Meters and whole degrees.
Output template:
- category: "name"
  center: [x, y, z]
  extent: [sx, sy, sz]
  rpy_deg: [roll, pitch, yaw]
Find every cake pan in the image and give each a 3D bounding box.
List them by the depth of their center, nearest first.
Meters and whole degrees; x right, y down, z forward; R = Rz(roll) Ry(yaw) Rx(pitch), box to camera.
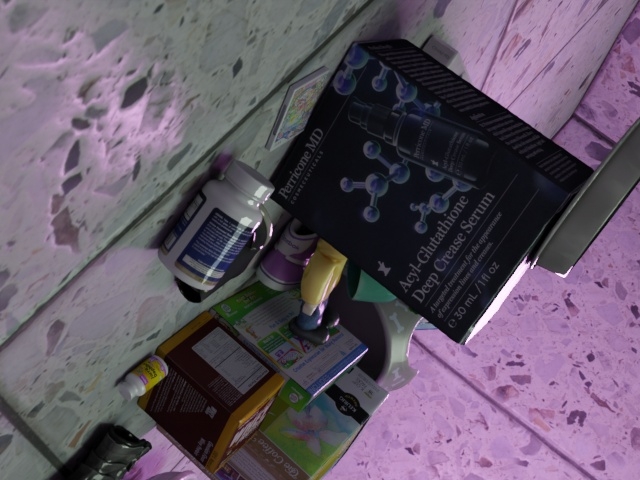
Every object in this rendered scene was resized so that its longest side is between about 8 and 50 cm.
- category: "cake pan"
  center: [0.422, -0.061, 1.434]
  extent: [0.293, 0.054, 0.293]
  rpy_deg: [-48, 166, -17]

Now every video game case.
- category: "video game case"
  center: [-0.034, -0.190, 1.388]
  extent: [0.087, 0.011, 0.122]
  rpy_deg: [-39, 163, -43]

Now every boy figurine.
- category: "boy figurine"
  center: [0.020, 0.053, 1.729]
  extent: [0.177, 0.092, 0.285]
  rpy_deg: [-53, 167, -48]

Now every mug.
- category: "mug"
  center: [0.112, 0.038, 1.769]
  extent: [0.129, 0.097, 0.157]
  rpy_deg: [-104, -157, -64]

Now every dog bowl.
- category: "dog bowl"
  center: [0.065, 0.181, 2.076]
  extent: [0.102, 0.349, 0.349]
  rpy_deg: [-21, 150, -44]

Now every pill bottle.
- category: "pill bottle"
  center: [-0.139, -0.023, 1.306]
  extent: [0.169, 0.094, 0.094]
  rpy_deg: [-53, 167, 11]
- category: "pill bottle"
  center: [-0.296, 0.230, 1.592]
  extent: [0.083, 0.043, 0.043]
  rpy_deg: [-40, 163, -42]

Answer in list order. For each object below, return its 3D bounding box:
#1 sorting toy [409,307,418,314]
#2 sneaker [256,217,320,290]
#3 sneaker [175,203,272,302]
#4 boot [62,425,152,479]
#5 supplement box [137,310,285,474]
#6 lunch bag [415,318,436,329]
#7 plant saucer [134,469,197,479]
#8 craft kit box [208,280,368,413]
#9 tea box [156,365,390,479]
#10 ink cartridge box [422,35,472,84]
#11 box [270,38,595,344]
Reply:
- category: "sorting toy"
  center: [0.144, 0.002, 1.907]
  extent: [0.126, 0.365, 0.127]
  rpy_deg: [-16, -164, 48]
- category: "sneaker"
  center: [0.001, 0.001, 1.851]
  extent: [0.161, 0.102, 0.282]
  rpy_deg: [-59, 165, 22]
- category: "sneaker"
  center: [-0.145, 0.017, 1.424]
  extent: [0.118, 0.083, 0.222]
  rpy_deg: [-43, 166, -31]
- category: "boot"
  center: [-0.408, 0.417, 1.634]
  extent: [0.222, 0.118, 0.338]
  rpy_deg: [-53, 178, -3]
- category: "supplement box"
  center: [-0.198, 0.273, 1.708]
  extent: [0.129, 0.194, 0.191]
  rpy_deg: [-38, 162, -43]
- category: "lunch bag"
  center: [0.255, -0.046, 2.096]
  extent: [0.239, 0.385, 0.328]
  rpy_deg: [5, 135, -28]
- category: "plant saucer"
  center: [-0.445, 0.646, 2.127]
  extent: [0.400, 0.100, 0.400]
  rpy_deg: [-48, 168, -14]
- category: "craft kit box"
  center: [-0.063, 0.184, 1.814]
  extent: [0.061, 0.246, 0.250]
  rpy_deg: [-54, 167, 28]
- category: "tea box"
  center: [-0.099, 0.352, 1.969]
  extent: [0.323, 0.329, 0.220]
  rpy_deg: [-40, 164, -41]
- category: "ink cartridge box"
  center: [0.181, -0.244, 1.855]
  extent: [0.261, 0.066, 0.296]
  rpy_deg: [-53, 167, 7]
- category: "box"
  center: [0.173, -0.089, 1.504]
  extent: [0.293, 0.395, 0.212]
  rpy_deg: [-59, 164, 25]
